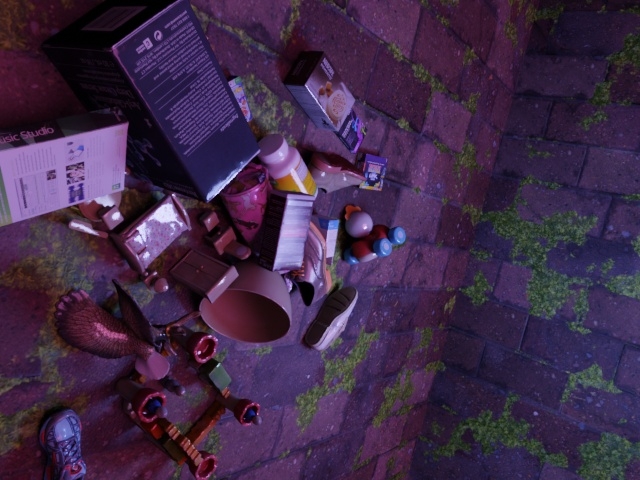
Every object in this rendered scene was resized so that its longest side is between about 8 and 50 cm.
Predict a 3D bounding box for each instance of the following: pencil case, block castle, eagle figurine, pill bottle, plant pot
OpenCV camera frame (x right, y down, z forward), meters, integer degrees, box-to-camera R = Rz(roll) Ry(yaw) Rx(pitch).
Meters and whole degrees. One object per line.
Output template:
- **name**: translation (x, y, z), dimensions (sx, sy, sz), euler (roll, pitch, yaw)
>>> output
- **pencil case**: translation (-0.182, -0.060, 1.667), dimensions (0.160, 0.167, 0.386), euler (-96, 168, -48)
- **block castle**: translation (-0.380, 0.505, 1.593), dimensions (0.303, 0.212, 0.453), euler (-47, 137, -29)
- **eagle figurine**: translation (-0.499, 0.219, 1.356), dimensions (0.226, 0.225, 0.298), euler (-58, 153, -2)
- **pill bottle**: translation (-0.114, -0.224, 1.699), dimensions (0.136, 0.136, 0.246), euler (-55, 140, -21)
- **plant pot**: translation (-0.217, 0.168, 1.653), dimensions (0.191, 0.284, 0.284), euler (-80, 155, -43)

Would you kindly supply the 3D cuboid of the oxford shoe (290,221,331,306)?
- **oxford shoe**: translation (-0.052, 0.076, 1.879), dimensions (0.133, 0.129, 0.364), euler (-50, 132, -44)

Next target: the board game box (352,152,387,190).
- **board game box**: translation (0.205, -0.283, 2.159), dimensions (0.170, 0.048, 0.141), euler (-1, 106, -52)

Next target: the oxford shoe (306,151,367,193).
- **oxford shoe**: translation (0.049, -0.242, 1.951), dimensions (0.348, 0.123, 0.130), euler (5, 126, -54)

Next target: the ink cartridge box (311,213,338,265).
- **ink cartridge box**: translation (0.000, 0.000, 1.963), dimensions (0.060, 0.104, 0.180), euler (-7, 109, -51)

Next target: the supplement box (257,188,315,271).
- **supplement box**: translation (-0.103, -0.030, 1.591), dimensions (0.130, 0.073, 0.240), euler (0, 105, -50)

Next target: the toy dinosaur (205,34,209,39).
- **toy dinosaur**: translation (-0.342, -0.509, 1.360), dimensions (0.093, 0.053, 0.183), euler (-53, 139, -22)

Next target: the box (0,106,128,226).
- **box**: translation (-0.566, -0.148, 1.079), dimensions (0.322, 0.058, 0.232), euler (-25, 160, -35)

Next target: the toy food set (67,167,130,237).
- **toy food set**: translation (-0.549, -0.110, 1.278), dimensions (0.132, 0.038, 0.192), euler (31, 74, -60)

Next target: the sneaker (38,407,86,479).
- **sneaker**: translation (-0.645, 0.559, 1.346), dimensions (0.104, 0.125, 0.262), euler (-16, 117, -49)

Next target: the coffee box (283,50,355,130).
- **coffee box**: translation (0.002, -0.502, 1.764), dimensions (0.246, 0.098, 0.141), euler (44, 69, -51)

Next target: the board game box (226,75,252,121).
- **board game box**: translation (-0.292, -0.368, 1.495), dimensions (0.201, 0.035, 0.136), euler (-44, 135, -32)

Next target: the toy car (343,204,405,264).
- **toy car**: translation (0.185, -0.050, 2.150), dimensions (0.210, 0.219, 0.238), euler (-35, 101, -39)

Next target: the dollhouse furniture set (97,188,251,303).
- **dollhouse furniture set**: translation (-0.358, -0.017, 1.406), dimensions (0.303, 0.173, 0.356), euler (-49, 145, -29)

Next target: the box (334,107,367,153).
- **box**: translation (0.117, -0.423, 2.004), dimensions (0.162, 0.029, 0.116), euler (38, 74, -50)

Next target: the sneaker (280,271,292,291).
- **sneaker**: translation (-0.135, 0.144, 1.910), dimensions (0.069, 0.038, 0.098), euler (5, 91, -51)

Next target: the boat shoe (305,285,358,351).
- **boat shoe**: translation (0.055, 0.326, 2.174), dimensions (0.302, 0.113, 0.103), euler (-49, 140, -12)

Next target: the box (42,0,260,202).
- **box**: translation (-0.371, -0.321, 1.198), dimensions (0.212, 0.293, 0.395), euler (-51, 138, -25)
